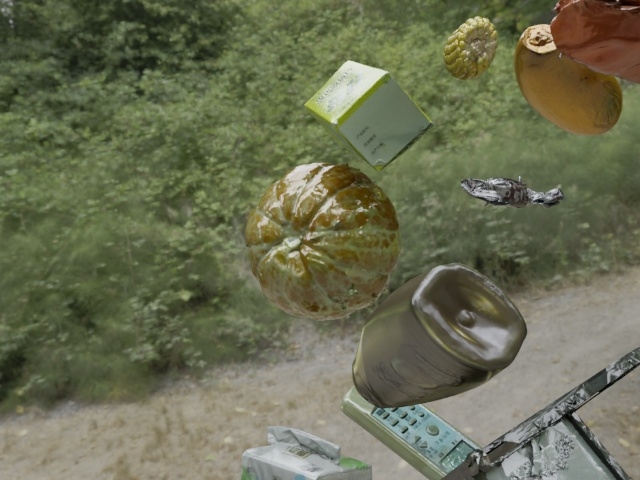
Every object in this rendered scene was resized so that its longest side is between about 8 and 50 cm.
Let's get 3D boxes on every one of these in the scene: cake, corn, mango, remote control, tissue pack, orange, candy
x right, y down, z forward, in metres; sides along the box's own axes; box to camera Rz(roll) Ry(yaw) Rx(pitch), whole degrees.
[{"bbox_3d":[0.375,-0.252,0.783,0.135,0.098,0.287,-9,-8,39],"label":"cake"},{"bbox_3d":[0.218,-0.281,0.964,0.063,0.085,0.165,-10,14,5],"label":"corn"},{"bbox_3d":[0.564,-0.361,1.505,0.359,0.144,0.187,32,-23,-27],"label":"mango"},{"bbox_3d":[0.140,0.279,0.941,0.233,0.038,0.098,33,36,28],"label":"remote control"},{"bbox_3d":[-0.030,0.452,1.301,0.159,0.145,0.229,7,-7,-43],"label":"tissue pack"},{"bbox_3d":[0.000,0.000,1.319,0.329,0.329,0.249,-13,-8,24],"label":"orange"},{"bbox_3d":[0.309,-0.076,1.041,0.226,0.051,0.094,-2,13,-42],"label":"candy"}]

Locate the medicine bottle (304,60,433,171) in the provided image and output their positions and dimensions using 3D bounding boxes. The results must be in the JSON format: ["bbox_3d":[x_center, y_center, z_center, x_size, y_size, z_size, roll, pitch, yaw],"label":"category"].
[{"bbox_3d":[0.081,-0.240,1.240,0.137,0.141,0.250,-47,24,5],"label":"medicine bottle"}]

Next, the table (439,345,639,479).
[{"bbox_3d":[0.286,0.282,0.680,0.335,0.222,0.272,-22,-26,-28],"label":"table"}]

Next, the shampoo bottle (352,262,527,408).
[{"bbox_3d":[0.102,0.125,0.734,0.084,0.125,0.350,-48,-5,-22],"label":"shampoo bottle"}]
